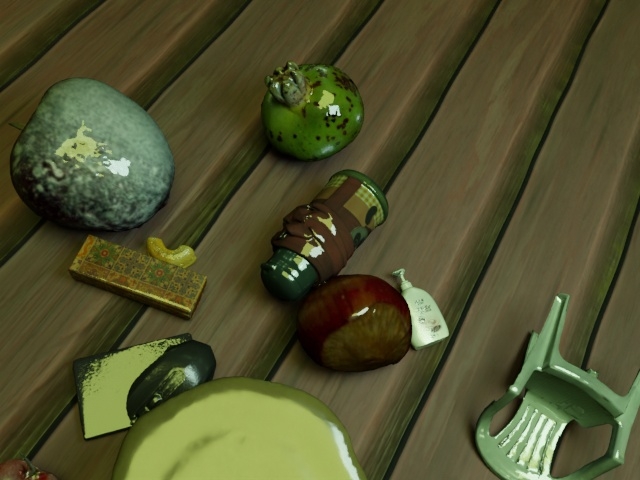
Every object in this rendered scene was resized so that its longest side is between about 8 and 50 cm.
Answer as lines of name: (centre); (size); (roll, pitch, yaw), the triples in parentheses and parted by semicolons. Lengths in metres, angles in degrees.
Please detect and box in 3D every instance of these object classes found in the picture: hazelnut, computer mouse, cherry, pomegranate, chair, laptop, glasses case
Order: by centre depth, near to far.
cherry: (-0.433, 0.368, 0.842); (0.126, 0.087, 0.106); (-39, 84, -6)
computer mouse: (-0.236, 0.228, 0.946); (0.099, 0.057, 0.172); (43, 64, 2)
laptop: (-0.296, 0.236, 0.972); (0.197, 0.016, 0.135); (-10, 67, -17)
chair: (0.407, 0.273, 1.009); (0.203, 0.190, 0.274); (35, 56, 8)
hazelnut: (0.068, 0.144, 1.020); (0.202, 0.161, 0.170); (23, 71, -42)
cherry: (-0.396, -0.143, 1.022); (0.296, 0.218, 0.255); (26, 58, -13)
glasses case: (-0.313, 0.066, 1.028); (0.218, 0.049, 0.075); (20, 60, -1)
pomegranate: (-0.025, -0.258, 1.138); (0.202, 0.248, 0.202); (-5, 74, 17)

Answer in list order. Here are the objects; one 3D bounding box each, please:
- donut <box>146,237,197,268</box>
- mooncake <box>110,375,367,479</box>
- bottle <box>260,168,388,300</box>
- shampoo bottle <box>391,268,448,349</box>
donut: (-0.272, 0.018, 1.065); (0.067, 0.038, 0.083); (-36, 78, -20)
mooncake: (-0.116, 0.390, 0.838); (0.379, 0.200, 0.378); (2, 64, -5)
bottle: (0.000, 0.000, 1.075); (0.271, 0.143, 0.156); (-47, 120, -28)
shampoo bottle: (0.177, 0.121, 1.099); (0.077, 0.045, 0.151); (-15, 68, -17)
